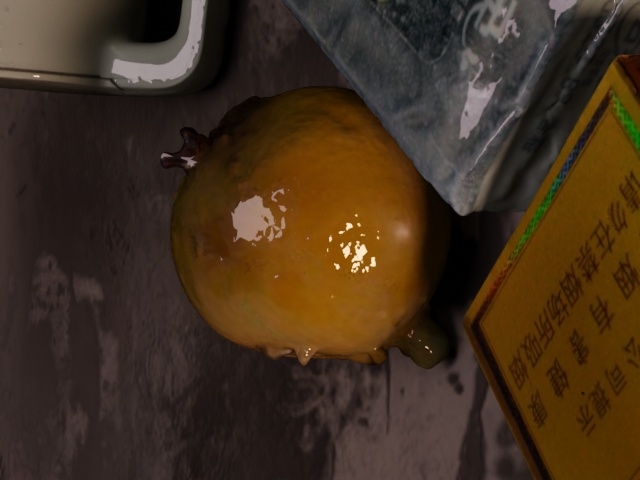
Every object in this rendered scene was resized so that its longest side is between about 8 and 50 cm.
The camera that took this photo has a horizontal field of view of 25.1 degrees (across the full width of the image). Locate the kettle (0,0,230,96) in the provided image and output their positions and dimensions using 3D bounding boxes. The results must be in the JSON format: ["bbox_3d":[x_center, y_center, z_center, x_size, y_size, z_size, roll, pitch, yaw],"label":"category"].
[{"bbox_3d":[-0.195,-0.274,1.124,0.205,0.265,0.318,-141,56,-84],"label":"kettle"}]

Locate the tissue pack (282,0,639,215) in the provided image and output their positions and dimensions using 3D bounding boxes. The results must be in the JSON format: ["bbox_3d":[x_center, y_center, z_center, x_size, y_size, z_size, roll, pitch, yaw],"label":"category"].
[{"bbox_3d":[0.078,-0.192,0.798,0.316,0.103,0.228,54,130,41],"label":"tissue pack"}]

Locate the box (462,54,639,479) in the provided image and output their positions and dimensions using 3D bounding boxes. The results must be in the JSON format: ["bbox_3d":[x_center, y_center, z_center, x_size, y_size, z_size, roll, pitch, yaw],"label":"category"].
[{"bbox_3d":[0.181,0.092,0.615,0.193,0.084,0.301,113,145,-45],"label":"box"}]

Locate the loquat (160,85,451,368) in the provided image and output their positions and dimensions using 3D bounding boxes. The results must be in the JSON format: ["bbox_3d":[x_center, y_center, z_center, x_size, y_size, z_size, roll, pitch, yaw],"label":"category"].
[{"bbox_3d":[0.000,0.000,0.860,0.172,0.149,0.204,-42,88,18],"label":"loquat"}]
